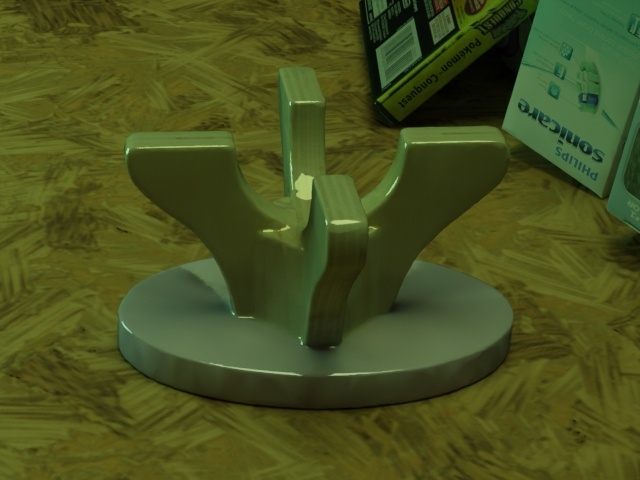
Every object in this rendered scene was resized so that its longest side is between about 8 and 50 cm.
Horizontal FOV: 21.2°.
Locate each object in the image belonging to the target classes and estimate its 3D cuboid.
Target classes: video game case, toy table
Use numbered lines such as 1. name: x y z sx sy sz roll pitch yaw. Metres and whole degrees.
1. video game case: 0.144 -0.247 1.610 0.035 0.248 0.275 44 18 -21
2. toy table: 0.000 0.000 1.163 0.274 0.161 0.252 -7 29 -18

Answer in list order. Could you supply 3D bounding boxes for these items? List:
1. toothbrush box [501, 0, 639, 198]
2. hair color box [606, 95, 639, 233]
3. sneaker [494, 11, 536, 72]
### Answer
1. toothbrush box: 0.299 -0.210 1.444 0.216 0.296 0.126 -20 47 -40
2. hair color box: 0.432 -0.063 1.367 0.374 0.114 0.185 -17 43 -34
3. sneaker: 0.237 -0.256 1.727 0.152 0.114 0.305 1 28 -4
